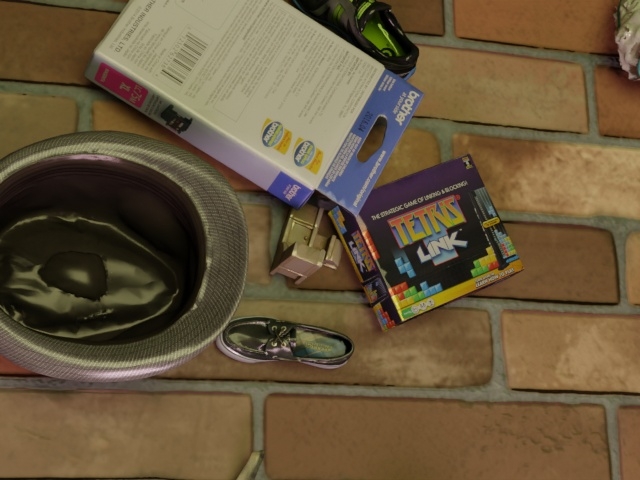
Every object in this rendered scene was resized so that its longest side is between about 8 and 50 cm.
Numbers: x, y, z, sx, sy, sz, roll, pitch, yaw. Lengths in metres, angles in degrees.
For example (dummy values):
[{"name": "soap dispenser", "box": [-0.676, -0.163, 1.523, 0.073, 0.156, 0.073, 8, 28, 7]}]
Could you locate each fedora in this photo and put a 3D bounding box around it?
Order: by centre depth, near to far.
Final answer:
[{"name": "fedora", "box": [-0.211, 0.025, 1.412, 0.275, 0.124, 0.244, -1, 73, -11]}]

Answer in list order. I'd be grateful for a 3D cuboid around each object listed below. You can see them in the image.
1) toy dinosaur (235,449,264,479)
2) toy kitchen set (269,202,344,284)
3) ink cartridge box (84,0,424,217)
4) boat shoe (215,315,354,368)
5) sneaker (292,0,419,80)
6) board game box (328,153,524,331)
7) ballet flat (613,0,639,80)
[{"name": "toy dinosaur", "box": [-0.088, 0.338, 1.403, 0.118, 0.064, 0.268, -3, 73, -27]}, {"name": "toy kitchen set", "box": [0.000, 0.000, 1.521, 0.068, 0.075, 0.083, 21, 68, -14]}, {"name": "ink cartridge box", "box": [-0.064, -0.161, 1.536, 0.311, 0.065, 0.186, 31, 58, -3]}, {"name": "boat shoe", "box": [-0.034, 0.100, 1.499, 0.142, 0.040, 0.049, 8, 72, -17]}, {"name": "sneaker", "box": [0.038, -0.250, 1.606, 0.188, 0.078, 0.067, 45, 65, -2]}, {"name": "board game box", "box": [0.113, 0.000, 1.565, 0.170, 0.048, 0.141, -22, 84, -30]}, {"name": "ballet flat", "box": [0.529, -0.245, 1.756, 0.408, 0.147, 0.147, 6, 73, -18]}]
